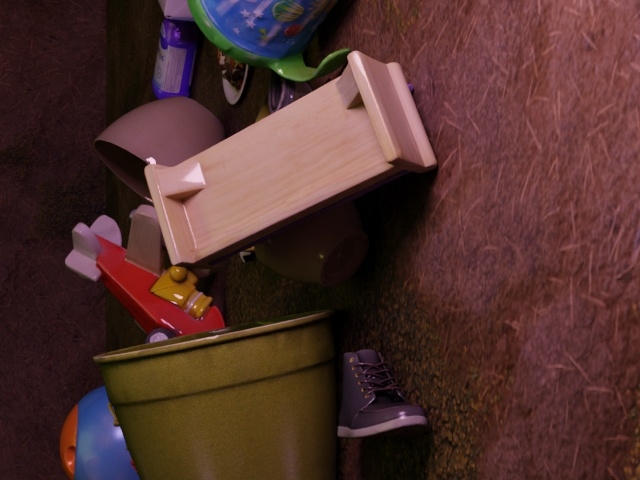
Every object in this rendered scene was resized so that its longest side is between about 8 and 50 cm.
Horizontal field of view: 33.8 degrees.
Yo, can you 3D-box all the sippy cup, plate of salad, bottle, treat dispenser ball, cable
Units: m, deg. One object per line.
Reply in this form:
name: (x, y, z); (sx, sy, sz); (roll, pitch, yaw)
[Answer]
sippy cup: (-0.057, -0.415, 1.614); (0.224, 0.305, 0.240); (-28, 33, 54)
plate of salad: (-0.182, -0.379, 2.157); (0.200, 0.048, 0.200); (-177, 90, -69)
bottle: (-0.338, -0.472, 2.514); (0.118, 0.092, 0.283); (-115, 34, -53)
treat dispenser ball: (-0.460, 0.476, 2.461); (0.288, 0.288, 0.288); (-178, 90, -69)
cable: (-0.082, -0.330, 1.789); (0.139, 0.072, 0.287); (-30, 45, 52)

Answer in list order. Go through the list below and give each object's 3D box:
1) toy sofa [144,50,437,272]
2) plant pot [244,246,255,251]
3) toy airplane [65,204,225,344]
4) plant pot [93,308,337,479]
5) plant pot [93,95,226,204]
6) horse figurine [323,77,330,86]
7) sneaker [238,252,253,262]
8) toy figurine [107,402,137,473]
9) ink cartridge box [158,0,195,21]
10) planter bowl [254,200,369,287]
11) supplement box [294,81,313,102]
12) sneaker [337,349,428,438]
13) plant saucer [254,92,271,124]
toy sofa: (-0.034, -0.091, 1.387); (0.362, 0.177, 0.150); (-25, 75, 24)
plant pot: (-0.082, -0.018, 1.816); (0.083, 0.081, 0.082); (3, 91, 58)
toy airplane: (-0.350, 0.076, 2.245); (0.386, 0.272, 0.384); (10, 130, 56)
plant pot: (-0.125, 0.309, 1.575); (0.366, 0.366, 0.353); (165, 95, -68)
plant pot: (-0.307, -0.192, 2.221); (0.191, 0.284, 0.284); (-56, 15, -16)
horse figurine: (-0.018, -0.101, 1.637); (0.174, 0.066, 0.263); (-81, -5, -62)
sneaker: (-0.132, 0.000, 2.010); (0.044, 0.040, 0.109); (61, 150, 27)
toy figurine: (-0.267, 0.468, 2.088); (0.362, 0.191, 0.217); (45, 150, 39)
ink cartridge box: (-0.286, -0.678, 2.316); (0.395, 0.151, 0.270); (-119, 38, -52)
planter bowl: (0.000, 0.000, 1.514); (0.109, 0.162, 0.162); (40, 130, 32)
supplement box: (-0.045, -0.241, 1.793); (0.098, 0.036, 0.062); (-120, 38, -55)
sneaker: (0.071, 0.198, 1.375); (0.222, 0.083, 0.118); (152, 118, -68)
plant saucer: (-0.111, -0.138, 1.878); (0.188, 0.045, 0.188); (-75, 2, -54)
